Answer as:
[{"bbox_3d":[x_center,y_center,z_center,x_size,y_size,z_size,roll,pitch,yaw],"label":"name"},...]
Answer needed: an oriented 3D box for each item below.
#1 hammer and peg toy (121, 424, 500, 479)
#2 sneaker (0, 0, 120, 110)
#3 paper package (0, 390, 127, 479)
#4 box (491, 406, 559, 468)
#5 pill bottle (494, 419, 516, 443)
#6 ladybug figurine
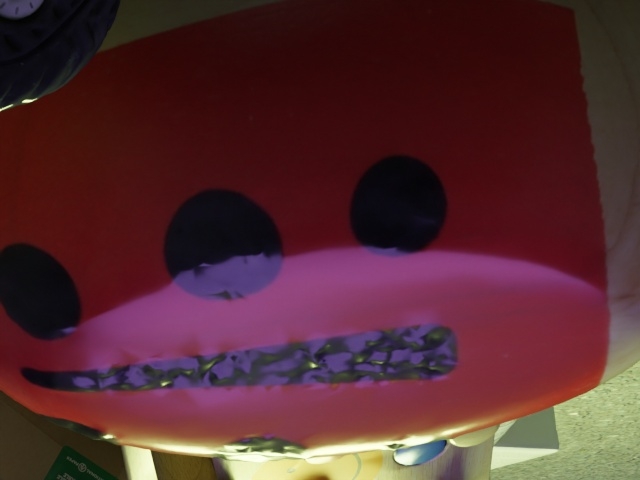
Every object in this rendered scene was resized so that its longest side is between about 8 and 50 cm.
[{"bbox_3d":[0.002,0.116,1.192,0.266,0.127,0.361,-12,142,-10],"label":"hammer and peg toy"},{"bbox_3d":[-0.259,-0.125,0.676,0.385,0.145,0.147,2,-167,-30],"label":"sneaker"},{"bbox_3d":[-0.264,0.218,1.457,0.325,0.168,0.309,36,157,-15],"label":"paper package"},{"bbox_3d":[0.115,0.137,1.610,0.091,0.130,0.170,7,161,-35],"label":"box"},{"bbox_3d":[0.103,0.107,1.436,0.121,0.121,0.216,6,137,-31],"label":"pill bottle"},{"bbox_3d":[0.000,0.000,0.915,0.449,0.162,0.305,-8,137,3],"label":"ladybug figurine"}]
